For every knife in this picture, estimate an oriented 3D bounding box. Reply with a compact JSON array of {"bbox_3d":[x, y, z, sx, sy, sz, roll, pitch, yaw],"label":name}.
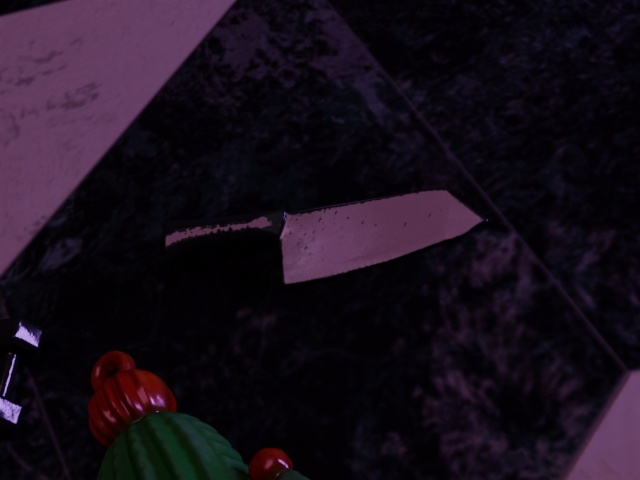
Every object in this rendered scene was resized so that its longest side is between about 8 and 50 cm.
[{"bbox_3d":[0.000,0.000,0.815,0.230,0.028,0.060,-9,66,12],"label":"knife"}]

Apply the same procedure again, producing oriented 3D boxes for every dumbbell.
[{"bbox_3d":[-0.217,0.094,0.818,0.036,0.040,0.083,-27,44,41],"label":"dumbbell"}]

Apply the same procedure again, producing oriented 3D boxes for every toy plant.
[{"bbox_3d":[-0.089,0.171,0.687,0.240,0.088,0.154,23,82,40],"label":"toy plant"}]
